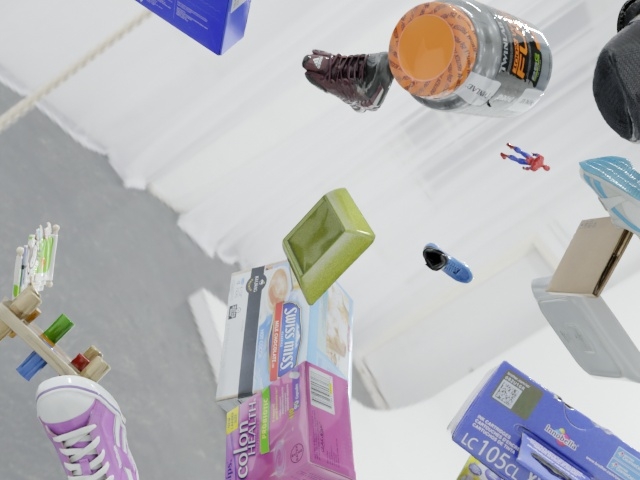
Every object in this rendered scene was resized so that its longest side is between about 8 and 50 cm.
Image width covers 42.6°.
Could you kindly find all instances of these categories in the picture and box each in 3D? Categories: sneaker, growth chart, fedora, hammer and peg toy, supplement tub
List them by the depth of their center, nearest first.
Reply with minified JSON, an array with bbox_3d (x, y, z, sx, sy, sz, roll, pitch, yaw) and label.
[{"bbox_3d":[-0.315,0.324,1.150,0.161,0.102,0.282,-110,-177,-53],"label":"sneaker"},{"bbox_3d":[0.504,-0.075,1.385,0.229,0.087,0.092,-113,-168,-60],"label":"sneaker"},{"bbox_3d":[0.264,-0.317,1.443,0.316,0.193,0.194,-7,61,-53],"label":"supplement tub"},{"bbox_3d":[0.045,-0.319,1.576,0.162,0.107,0.281,23,-6,-9],"label":"sneaker"},{"bbox_3d":[-0.503,0.247,1.630,0.361,0.127,0.266,47,-14,-12],"label":"hammer and peg toy"},{"bbox_3d":[0.655,-0.315,1.666,0.334,0.152,0.334,59,-5,9],"label":"fedora"},{"bbox_3d":[-0.637,0.054,1.835,0.237,0.021,0.172,-77,176,-78],"label":"growth chart"},{"bbox_3d":[0.324,0.066,2.108,0.152,0.058,0.084,41,21,3],"label":"sneaker"}]

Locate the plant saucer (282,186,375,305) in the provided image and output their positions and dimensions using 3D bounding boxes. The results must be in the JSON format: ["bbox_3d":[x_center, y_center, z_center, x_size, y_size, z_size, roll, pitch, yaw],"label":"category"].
[{"bbox_3d":[0.000,0.000,1.589,0.045,0.188,0.188,32,19,-36],"label":"plant saucer"}]

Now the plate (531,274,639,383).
[{"bbox_3d":[0.563,0.195,1.746,0.277,0.045,0.278,55,-9,2],"label":"plate"}]

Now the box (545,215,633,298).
[{"bbox_3d":[0.497,0.030,1.514,0.021,0.165,0.201,30,-6,-6],"label":"box"}]

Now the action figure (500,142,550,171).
[{"bbox_3d":[0.378,-0.148,1.501,0.030,0.038,0.115,36,2,-34],"label":"action figure"}]

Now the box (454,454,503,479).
[{"bbox_3d":[0.306,0.435,1.488,0.105,0.043,0.179,34,28,13],"label":"box"}]

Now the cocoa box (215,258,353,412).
[{"bbox_3d":[-0.070,0.246,1.881,0.231,0.227,0.347,51,32,-44],"label":"cocoa box"}]

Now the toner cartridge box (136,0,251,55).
[{"bbox_3d":[-0.272,-0.473,1.371,0.347,0.075,0.165,35,-37,8],"label":"toner cartridge box"}]

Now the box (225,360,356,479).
[{"bbox_3d":[-0.063,0.386,1.553,0.117,0.243,0.214,30,38,-31],"label":"box"}]

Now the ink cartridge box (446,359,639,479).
[{"bbox_3d":[0.344,0.321,1.268,0.270,0.151,0.395,34,-6,13],"label":"ink cartridge box"}]
